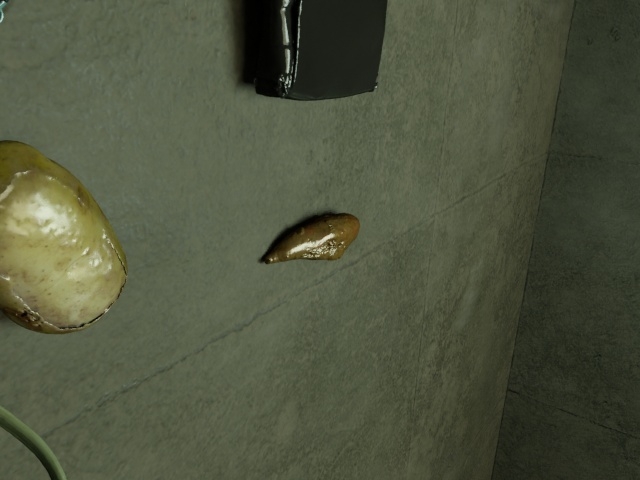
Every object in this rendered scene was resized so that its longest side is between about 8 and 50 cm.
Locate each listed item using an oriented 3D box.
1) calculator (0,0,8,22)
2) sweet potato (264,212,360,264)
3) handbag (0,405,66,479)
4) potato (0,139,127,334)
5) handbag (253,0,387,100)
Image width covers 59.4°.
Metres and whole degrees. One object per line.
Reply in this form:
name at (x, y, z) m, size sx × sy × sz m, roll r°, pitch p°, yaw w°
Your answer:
calculator at (-0.227, -0.223, 0.383) m, size 0.094 × 0.019 × 0.141 m, roll 11°, pitch 94°, yaw -58°
sweet potato at (0.000, 0.000, 0.800) m, size 0.205 × 0.060 × 0.068 m, roll -17°, pitch 83°, yaw -43°
handbag at (-0.279, 0.181, 0.325) m, size 0.256 × 0.079 × 0.219 m, roll 35°, pitch 50°, yaw -20°
potato at (-0.216, 0.005, 0.436) m, size 0.107 × 0.079 × 0.171 m, roll -57°, pitch 149°, yaw -29°
handbag at (0.006, -0.286, 0.678) m, size 0.246 × 0.080 × 0.223 m, roll -25°, pitch 130°, yaw -54°
